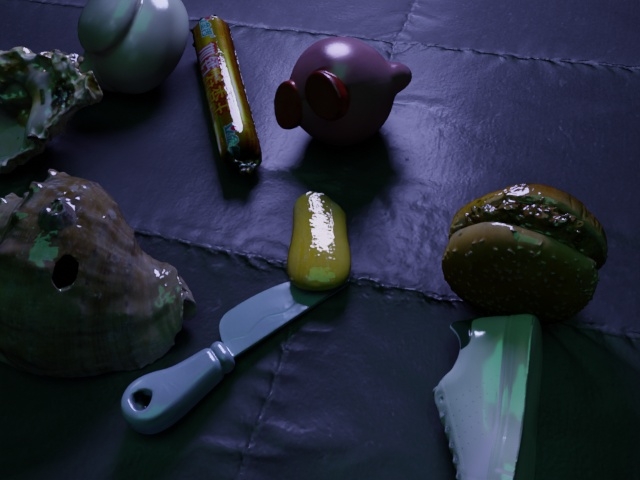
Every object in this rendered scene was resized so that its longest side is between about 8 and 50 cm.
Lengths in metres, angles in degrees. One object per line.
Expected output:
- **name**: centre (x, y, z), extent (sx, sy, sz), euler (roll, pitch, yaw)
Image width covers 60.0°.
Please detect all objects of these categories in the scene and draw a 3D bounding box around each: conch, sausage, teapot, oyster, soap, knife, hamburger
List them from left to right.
- **oyster**: centre (-0.520, -0.208, 0.923), extent (0.355, 0.107, 0.201), euler (-3, 83, 12)
- **conch**: centre (-0.333, 0.046, 0.714), extent (0.324, 0.186, 0.263), euler (21, 78, 20)
- **teapot**: centre (-0.370, -0.323, 0.979), extent (0.220, 0.149, 0.318), euler (21, 83, 37)
- **sausage**: centre (-0.163, -0.244, 0.946), extent (0.082, 0.082, 0.371), euler (-15, 56, -4)
- **knife**: centre (-0.105, 0.122, 0.715), extent (0.331, 0.044, 0.080), euler (-35, 52, -24)
- **soap**: centre (0.000, 0.000, 0.781), extent (0.089, 0.033, 0.168), euler (2, 51, 4)
- **hamburger**: centre (0.237, 0.021, 0.646), extent (0.182, 0.191, 0.117), euler (19, 58, -4)

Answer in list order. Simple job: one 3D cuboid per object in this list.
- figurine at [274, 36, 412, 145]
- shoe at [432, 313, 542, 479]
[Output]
- **figurine**: centre (0.035, -0.231, 0.863), extent (0.173, 0.173, 0.173), euler (-3, 56, 4)
- **shoe**: centre (0.174, 0.203, 0.604), extent (0.110, 0.095, 0.264), euler (2, 59, 34)
